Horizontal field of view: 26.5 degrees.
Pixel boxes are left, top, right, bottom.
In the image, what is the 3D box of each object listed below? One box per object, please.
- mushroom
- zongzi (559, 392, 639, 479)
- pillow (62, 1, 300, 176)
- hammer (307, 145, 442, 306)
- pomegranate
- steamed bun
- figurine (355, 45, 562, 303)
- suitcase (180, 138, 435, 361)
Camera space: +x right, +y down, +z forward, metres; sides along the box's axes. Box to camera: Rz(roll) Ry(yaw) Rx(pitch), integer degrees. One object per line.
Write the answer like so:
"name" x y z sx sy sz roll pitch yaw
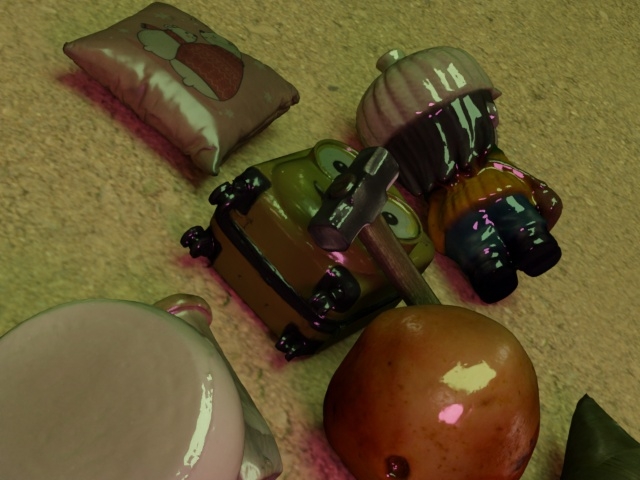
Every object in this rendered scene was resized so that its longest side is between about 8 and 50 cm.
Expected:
"mushroom" -0.101 0.155 1.203 0.108 0.096 0.247 46 11 -43
"zongzi" 0.231 0.293 1.273 0.356 0.174 0.393 0 38 -32
"pillow" -0.157 -0.187 1.580 0.236 0.084 0.223 37 35 9
"hammer" 0.112 0.071 1.384 0.365 0.043 0.111 55 53 -31
"pomegranate" 0.103 0.163 1.282 0.209 0.209 0.209 23 36 -18
"steamed bun" -0.170 0.166 1.065 0.231 0.145 0.232 -4 57 5
"figurine" 0.167 -0.100 1.666 0.204 0.185 0.332 52 10 -46
"suitcase" 0.000 0.000 1.435 0.194 0.143 0.235 46 35 15
